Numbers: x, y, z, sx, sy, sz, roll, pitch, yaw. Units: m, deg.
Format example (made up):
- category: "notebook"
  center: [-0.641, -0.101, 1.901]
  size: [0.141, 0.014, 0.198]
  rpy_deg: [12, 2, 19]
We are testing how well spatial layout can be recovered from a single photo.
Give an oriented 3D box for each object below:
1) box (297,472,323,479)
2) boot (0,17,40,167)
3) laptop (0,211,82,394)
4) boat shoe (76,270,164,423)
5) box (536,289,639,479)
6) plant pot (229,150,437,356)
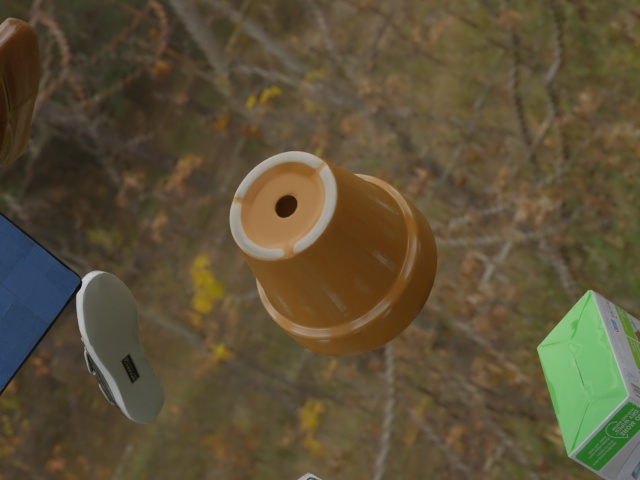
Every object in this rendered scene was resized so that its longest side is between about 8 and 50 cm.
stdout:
- category: "box"
  center: [0.035, 0.259, 1.212]
  size: [0.114, 0.207, 0.036]
  rpy_deg: [-29, -46, -45]
- category: "boot"
  center: [-0.337, -0.061, 1.523]
  size: [0.280, 0.096, 0.264]
  rpy_deg: [-83, -5, -72]
- category: "laptop"
  center: [-0.437, 0.038, 1.438]
  size: [0.236, 0.382, 0.408]
  rpy_deg: [-50, 11, 1]
- category: "boat shoe"
  center: [-0.258, 0.128, 1.933]
  size: [0.070, 0.219, 0.077]
  rpy_deg: [19, 44, 43]
- category: "box"
  center: [0.434, 0.224, 2.131]
  size: [0.127, 0.231, 0.262]
  rpy_deg: [-50, 21, 22]
- category: "plant pot"
  center: [0.000, 0.000, 1.741]
  size: [0.205, 0.188, 0.205]
  rpy_deg: [-11, 62, 22]
